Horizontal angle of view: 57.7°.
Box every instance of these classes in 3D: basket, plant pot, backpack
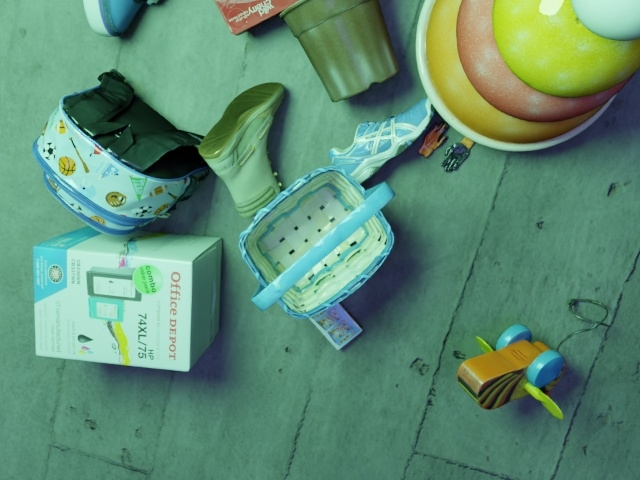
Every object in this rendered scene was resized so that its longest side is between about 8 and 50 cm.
[{"bbox_3d":[0.000,0.000,0.938,0.255,0.289,0.201,-39,91,1],"label":"basket"},{"bbox_3d":[0.043,-0.326,0.951,0.167,0.167,0.165,-23,105,9],"label":"plant pot"},{"bbox_3d":[-0.336,-0.137,0.965,0.277,0.263,0.213,35,103,-3],"label":"backpack"}]

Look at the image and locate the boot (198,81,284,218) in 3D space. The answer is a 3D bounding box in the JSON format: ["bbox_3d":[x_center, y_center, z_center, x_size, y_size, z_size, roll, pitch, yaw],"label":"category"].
[{"bbox_3d":[-0.111,-0.162,1.025,0.077,0.213,0.165,10,143,33],"label":"boot"}]

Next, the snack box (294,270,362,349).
[{"bbox_3d":[-0.001,0.123,1.105,0.064,0.022,0.178,-41,94,9],"label":"snack box"}]

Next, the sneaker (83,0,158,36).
[{"bbox_3d":[-0.239,-0.475,0.958,0.237,0.130,0.322,18,96,6],"label":"sneaker"}]

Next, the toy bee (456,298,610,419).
[{"bbox_3d":[0.377,0.237,1.023,0.299,0.195,0.162,-8,125,-4],"label":"toy bee"}]

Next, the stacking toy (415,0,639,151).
[{"bbox_3d":[0.330,-0.296,0.753,0.351,0.480,0.350,0,98,0],"label":"stacking toy"}]

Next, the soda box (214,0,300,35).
[{"bbox_3d":[-0.044,-0.432,0.938,0.264,0.083,0.092,-20,113,21],"label":"soda box"}]

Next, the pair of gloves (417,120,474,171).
[{"bbox_3d":[0.223,-0.168,1.034,0.083,0.010,0.074,34,101,-4],"label":"pair of gloves"}]

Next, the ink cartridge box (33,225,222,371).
[{"bbox_3d":[-0.332,0.095,1.042,0.270,0.197,0.198,5,102,4],"label":"ink cartridge box"}]

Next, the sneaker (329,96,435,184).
[{"bbox_3d":[0.107,-0.180,1.007,0.211,0.080,0.081,-39,98,10],"label":"sneaker"}]
